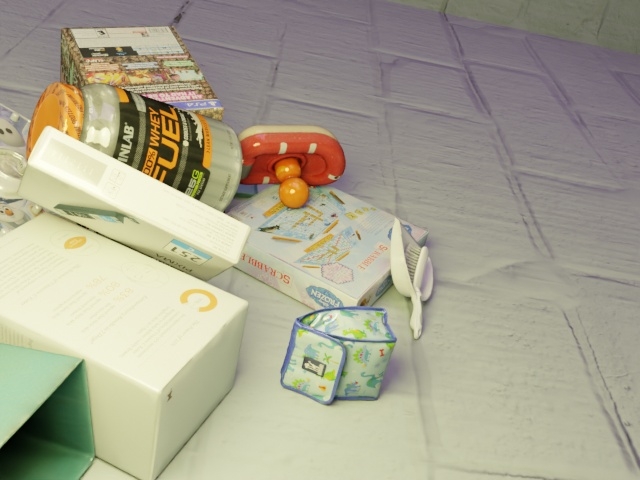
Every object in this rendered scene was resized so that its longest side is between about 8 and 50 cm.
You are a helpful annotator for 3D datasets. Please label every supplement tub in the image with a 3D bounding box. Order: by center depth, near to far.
[{"bbox_3d":[-0.305,-0.144,1.219,0.316,0.194,0.193,11,27,-41],"label":"supplement tub"}]

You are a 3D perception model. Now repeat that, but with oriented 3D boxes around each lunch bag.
[{"bbox_3d":[0.023,0.169,1.087,0.151,0.129,0.096,5,33,-15],"label":"lunch bag"}]

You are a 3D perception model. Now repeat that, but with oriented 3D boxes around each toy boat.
[{"bbox_3d":[-0.059,-0.132,1.416,0.231,0.151,0.151,-4,65,-24],"label":"toy boat"}]

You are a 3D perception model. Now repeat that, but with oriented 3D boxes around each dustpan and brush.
[{"bbox_3d":[0.168,0.078,1.312,0.060,0.147,0.211,-3,59,33],"label":"dustpan and brush"}]

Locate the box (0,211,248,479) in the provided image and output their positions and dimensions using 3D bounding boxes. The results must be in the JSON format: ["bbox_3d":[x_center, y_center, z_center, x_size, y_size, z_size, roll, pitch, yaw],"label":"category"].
[{"bbox_3d":[-0.306,0.130,0.988,0.345,0.168,0.215,22,33,15],"label":"box"}]

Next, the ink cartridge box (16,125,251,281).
[{"bbox_3d":[-0.281,-0.029,1.055,0.296,0.261,0.066,27,66,-19],"label":"ink cartridge box"}]

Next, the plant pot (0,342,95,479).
[{"bbox_3d":[-0.410,0.214,0.831,0.234,0.166,0.165,14,32,12],"label":"plant pot"}]

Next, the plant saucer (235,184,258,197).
[{"bbox_3d":[-0.228,-0.118,1.538,0.192,0.018,0.067,5,33,-12],"label":"plant saucer"}]

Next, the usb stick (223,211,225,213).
[{"bbox_3d":[-0.300,-0.126,1.457,0.278,0.045,0.077,38,16,22],"label":"usb stick"}]

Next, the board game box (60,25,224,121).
[{"bbox_3d":[-0.359,-0.283,1.440,0.232,0.141,0.291,-11,51,-29],"label":"board game box"}]

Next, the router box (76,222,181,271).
[{"bbox_3d":[-0.305,-0.004,1.242,0.133,0.046,0.179,45,23,30],"label":"router box"}]

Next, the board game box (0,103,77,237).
[{"bbox_3d":[-0.531,-0.130,1.262,0.390,0.050,0.390,30,26,-23],"label":"board game box"}]

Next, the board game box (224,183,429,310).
[{"bbox_3d":[0.000,0.000,1.395,0.318,0.066,0.318,27,34,20],"label":"board game box"}]
